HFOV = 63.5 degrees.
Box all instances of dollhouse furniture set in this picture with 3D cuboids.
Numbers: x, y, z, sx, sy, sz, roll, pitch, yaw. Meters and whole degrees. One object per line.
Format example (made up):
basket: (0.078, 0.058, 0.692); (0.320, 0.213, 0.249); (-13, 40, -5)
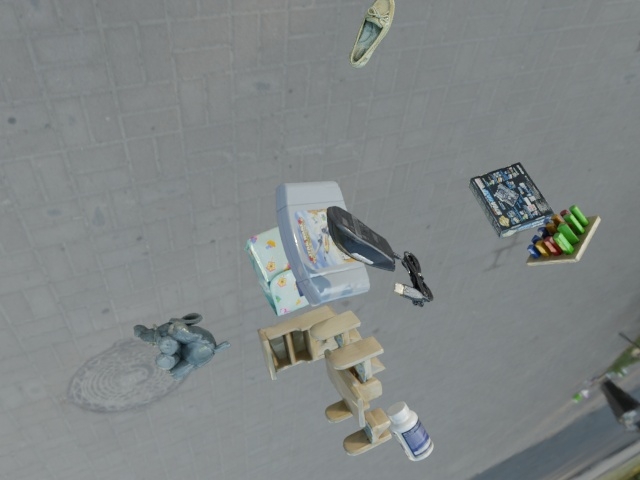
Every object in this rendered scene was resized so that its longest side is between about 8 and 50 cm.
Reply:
dollhouse furniture set: (0.002, 0.398, 1.562); (0.257, 0.394, 0.362); (-19, 123, -16)

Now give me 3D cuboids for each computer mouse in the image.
computer mouse: (0.108, 0.044, 1.020); (0.262, 0.184, 0.060); (30, 115, -26)

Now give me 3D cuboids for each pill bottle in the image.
pill bottle: (0.279, 0.601, 1.640); (0.094, 0.094, 0.169); (-30, 98, -2)

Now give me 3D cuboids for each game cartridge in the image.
game cartridge: (0.000, 0.000, 1.233); (0.198, 0.297, 0.062); (-8, 167, -46)

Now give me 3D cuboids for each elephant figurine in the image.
elephant figurine: (-0.398, 0.273, 1.459); (0.186, 0.239, 0.169); (43, 80, -23)

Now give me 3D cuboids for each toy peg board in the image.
toy peg board: (0.644, -0.019, 1.415); (0.079, 0.161, 0.161); (47, 66, -15)

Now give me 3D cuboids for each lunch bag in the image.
lunch bag: (-0.090, 0.085, 1.626); (0.224, 0.262, 0.160); (-23, 169, -18)

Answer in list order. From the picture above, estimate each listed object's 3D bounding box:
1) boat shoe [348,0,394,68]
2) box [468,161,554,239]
boat shoe: (0.102, -0.423, 1.045); (0.056, 0.048, 0.153); (32, 105, -2)
box: (0.595, -0.129, 1.624); (0.175, 0.220, 0.051); (-19, 149, -3)
